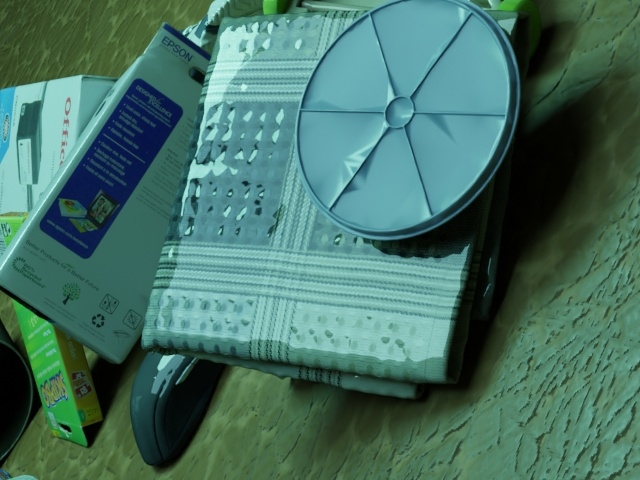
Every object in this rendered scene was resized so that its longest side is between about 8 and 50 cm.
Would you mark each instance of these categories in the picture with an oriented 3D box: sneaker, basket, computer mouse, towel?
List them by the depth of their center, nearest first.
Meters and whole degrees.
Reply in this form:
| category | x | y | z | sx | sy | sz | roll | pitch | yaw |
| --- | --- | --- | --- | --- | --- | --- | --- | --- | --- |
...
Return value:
| category | x | y | z | sx | sy | sz | roll | pitch | yaw |
| --- | --- | --- | --- | --- | --- | --- | --- | --- | --- |
| towel | 0.014 | -0.038 | 1.403 | 0.324 | 0.056 | 0.312 | 5 | 77 | 37 |
| computer mouse | -0.141 | 0.088 | 1.721 | 0.262 | 0.060 | 0.184 | -61 | 25 | -4 |
| sneaker | -0.128 | -0.237 | 2.012 | 0.235 | 0.094 | 0.153 | -64 | 31 | 17 |
| basket | -0.447 | 0.166 | 2.125 | 0.204 | 0.154 | 0.227 | -55 | 21 | 9 |

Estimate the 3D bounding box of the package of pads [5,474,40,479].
| category | x | y | z | sx | sy | sz | roll | pitch | yaw |
| --- | --- | --- | --- | --- | --- | --- | --- | --- | --- |
| package of pads | -0.372 | 0.378 | 1.684 | 0.296 | 0.101 | 0.229 | -56 | -12 | 10 |

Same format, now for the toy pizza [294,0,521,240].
| category | x | y | z | sx | sy | sz | roll | pitch | yaw |
| --- | --- | --- | --- | --- | --- | --- | --- | --- | --- |
| toy pizza | 0.068 | -0.095 | 1.329 | 0.201 | 0.032 | 0.201 | -11 | 69 | 31 |

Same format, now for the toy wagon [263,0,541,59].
| category | x | y | z | sx | sy | sz | roll | pitch | yaw |
| --- | --- | --- | --- | --- | --- | --- | --- | --- | --- |
| toy wagon | 0.063 | -0.176 | 1.500 | 0.267 | 0.068 | 0.344 | 12 | 71 | 35 |

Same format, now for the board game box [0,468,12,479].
| category | x | y | z | sx | sy | sz | roll | pitch | yaw |
| --- | --- | --- | --- | --- | --- | --- | --- | --- | --- |
| board game box | -0.403 | 0.364 | 1.950 | 0.201 | 0.035 | 0.136 | -61 | 24 | -2 |

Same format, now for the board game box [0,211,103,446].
| category | x | y | z | sx | sy | sz | roll | pitch | yaw |
| --- | --- | --- | --- | --- | --- | --- | --- | --- | --- |
| board game box | -0.300 | 0.096 | 1.888 | 0.124 | 0.039 | 0.259 | 2 | 106 | 63 |

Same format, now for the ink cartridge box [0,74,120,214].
| category | x | y | z | sx | sy | sz | roll | pitch | yaw |
| --- | --- | --- | --- | --- | --- | --- | --- | --- | --- |
| ink cartridge box | -0.280 | -0.070 | 2.001 | 0.307 | 0.129 | 0.223 | 4 | 88 | 63 |

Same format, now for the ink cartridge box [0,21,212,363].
| category | x | y | z | sx | sy | sz | roll | pitch | yaw |
| --- | --- | --- | --- | --- | --- | --- | --- | --- | --- |
| ink cartridge box | -0.195 | -0.050 | 1.824 | 0.333 | 0.165 | 0.065 | -57 | 15 | -13 |

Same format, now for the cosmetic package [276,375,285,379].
| category | x | y | z | sx | sy | sz | roll | pitch | yaw |
| --- | --- | --- | --- | --- | --- | --- | --- | --- | --- |
| cosmetic package | 0.000 | 0.000 | 1.546 | 0.099 | 0.060 | 0.239 | -24 | 42 | 48 |
